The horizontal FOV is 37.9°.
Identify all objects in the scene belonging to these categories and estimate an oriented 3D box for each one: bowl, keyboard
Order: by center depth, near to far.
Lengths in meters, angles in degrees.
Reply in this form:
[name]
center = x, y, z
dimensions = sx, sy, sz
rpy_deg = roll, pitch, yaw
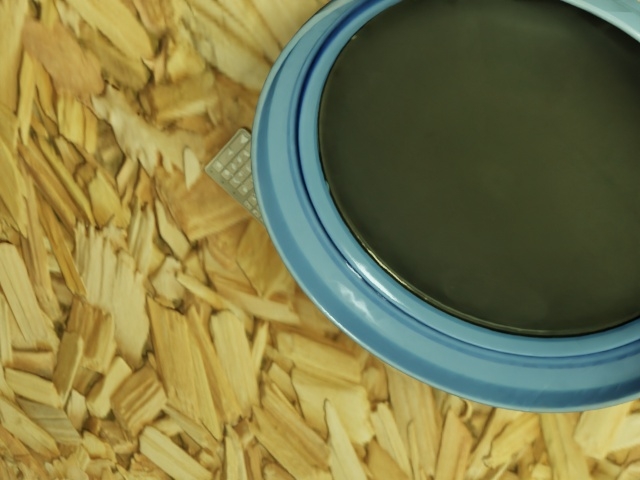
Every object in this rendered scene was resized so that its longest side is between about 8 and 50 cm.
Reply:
[bowl]
center = 0.132, -0.034, 0.727
dimensions = 0.391, 0.077, 0.391
rpy_deg = 17, 133, 20
[keyboard]
center = 0.000, 0.000, 0.892
dimensions = 0.256, 0.014, 0.072
rpy_deg = 43, 137, -6
